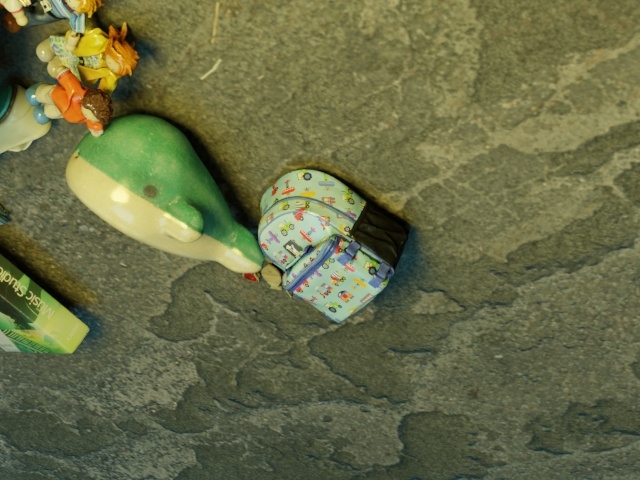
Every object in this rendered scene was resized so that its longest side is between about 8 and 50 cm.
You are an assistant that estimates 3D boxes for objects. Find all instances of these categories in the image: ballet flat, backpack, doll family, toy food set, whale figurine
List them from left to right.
[{"bbox_3d":[-0.443,-0.129,1.536,0.248,0.086,0.086,-19,128,39],"label":"ballet flat"},{"bbox_3d":[-0.291,-0.243,1.306,0.163,0.118,0.263,8,140,44],"label":"doll family"},{"bbox_3d":[-0.178,-0.059,1.450,0.272,0.141,0.216,30,-178,-27],"label":"whale figurine"},{"bbox_3d":[-0.090,0.024,1.606,0.078,0.019,0.122,14,150,9],"label":"toy food set"},{"bbox_3d":[0.000,0.000,1.456,0.173,0.116,0.158,36,139,-16],"label":"backpack"}]

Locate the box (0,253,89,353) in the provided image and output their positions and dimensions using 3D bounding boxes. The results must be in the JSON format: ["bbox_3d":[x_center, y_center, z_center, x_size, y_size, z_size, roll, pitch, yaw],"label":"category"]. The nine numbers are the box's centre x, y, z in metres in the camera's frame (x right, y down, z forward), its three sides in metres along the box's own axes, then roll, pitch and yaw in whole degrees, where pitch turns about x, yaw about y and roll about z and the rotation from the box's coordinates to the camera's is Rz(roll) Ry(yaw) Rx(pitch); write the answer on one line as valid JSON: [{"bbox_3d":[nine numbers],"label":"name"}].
[{"bbox_3d":[-0.535,0.062,1.782,0.232,0.058,0.322,-6,139,50],"label":"box"}]

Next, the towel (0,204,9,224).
[{"bbox_3d":[-0.519,-0.040,1.712,0.120,0.029,0.067,-10,132,34],"label":"towel"}]
